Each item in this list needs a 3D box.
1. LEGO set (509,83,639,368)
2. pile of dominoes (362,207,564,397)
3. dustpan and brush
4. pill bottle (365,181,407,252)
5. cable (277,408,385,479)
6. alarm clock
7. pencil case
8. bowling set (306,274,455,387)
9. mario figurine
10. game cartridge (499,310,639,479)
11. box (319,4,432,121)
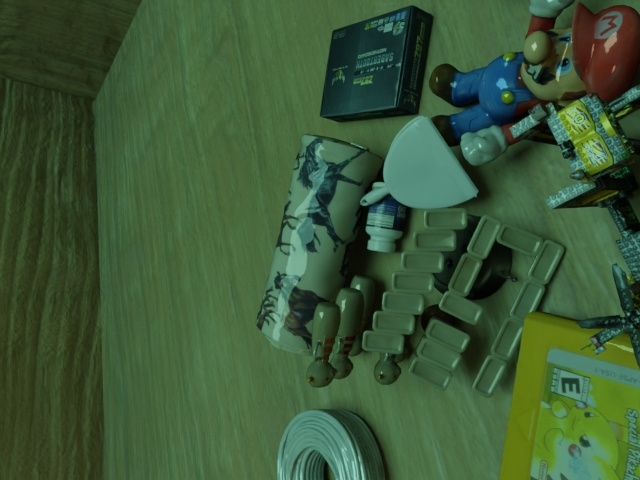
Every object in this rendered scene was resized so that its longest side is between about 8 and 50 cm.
[{"bbox_3d":[0.341,-0.053,0.503,0.255,0.192,0.331,-22,78,43],"label":"LEGO set"},{"bbox_3d":[0.192,0.081,0.751,0.040,0.196,0.251,-20,-46,-82],"label":"pile of dominoes"},{"bbox_3d":[0.132,-0.094,0.849,0.211,0.060,0.147,-30,99,38],"label":"dustpan and brush"},{"bbox_3d":[0.117,-0.040,0.946,0.067,0.067,0.120,11,92,53],"label":"pill bottle"},{"bbox_3d":[0.016,0.440,0.978,0.257,0.089,0.257,-45,50,37],"label":"cable"},{"bbox_3d":[0.213,0.009,0.822,0.129,0.064,0.192,-48,46,37],"label":"alarm clock"},{"bbox_3d":[0.000,0.000,1.005,0.160,0.183,0.409,14,92,16],"label":"pencil case"},{"bbox_3d":[0.102,0.165,0.850,0.200,0.287,0.154,11,101,19],"label":"bowling set"},{"bbox_3d":[0.254,-0.225,0.710,0.321,0.170,0.198,-8,111,59],"label":"mario figurine"},{"bbox_3d":[0.361,0.250,0.592,0.324,0.053,0.285,9,92,54],"label":"game cartridge"},{"bbox_3d":[0.099,-0.329,1.027,0.233,0.059,0.183,12,95,53],"label":"box"}]
